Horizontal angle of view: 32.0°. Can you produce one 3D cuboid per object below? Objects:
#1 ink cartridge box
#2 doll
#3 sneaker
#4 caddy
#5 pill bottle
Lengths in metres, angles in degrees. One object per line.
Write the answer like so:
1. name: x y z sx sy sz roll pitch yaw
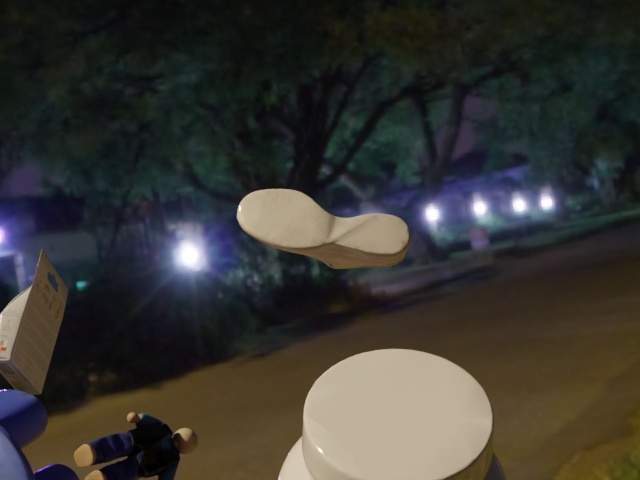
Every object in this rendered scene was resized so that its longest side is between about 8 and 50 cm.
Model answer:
1. ink cartridge box: -0.433 0.121 1.659 0.045 0.179 0.145 3 -28 7
2. doll: -0.242 0.295 1.526 0.046 0.129 0.189 -35 -16 36
3. sneaker: 0.000 0.000 1.369 0.212 0.080 0.094 13 -24 -1
4. caddy: -0.499 0.350 1.521 0.341 0.241 0.179 -28 -3 24
5. pill bottle: 0.070 0.315 1.126 0.229 0.407 0.229 0 37 0
